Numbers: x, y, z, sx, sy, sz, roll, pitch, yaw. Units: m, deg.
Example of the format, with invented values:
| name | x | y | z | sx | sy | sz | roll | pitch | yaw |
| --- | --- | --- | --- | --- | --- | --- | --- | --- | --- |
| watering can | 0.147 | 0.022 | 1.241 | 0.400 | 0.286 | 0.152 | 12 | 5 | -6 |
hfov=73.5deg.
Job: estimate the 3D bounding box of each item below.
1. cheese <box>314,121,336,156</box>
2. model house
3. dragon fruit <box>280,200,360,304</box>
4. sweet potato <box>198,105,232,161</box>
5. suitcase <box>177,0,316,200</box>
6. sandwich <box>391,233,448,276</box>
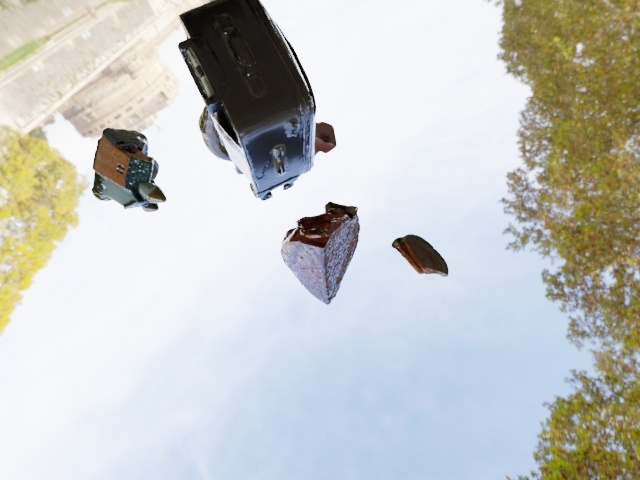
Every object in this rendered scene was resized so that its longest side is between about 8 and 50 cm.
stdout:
| name | x | y | z | sx | sy | sz | roll | pitch | yaw |
| --- | --- | --- | --- | --- | --- | --- | --- | --- | --- |
| cheese | -0.087 | -0.301 | 1.206 | 0.203 | 0.177 | 0.128 | -27 | -138 | 22 |
| model house | -0.598 | -0.198 | 1.430 | 0.291 | 0.253 | 0.184 | 34 | -156 | 19 |
| dragon fruit | 0.000 | 0.000 | 1.117 | 0.152 | 0.317 | 0.205 | 24 | -119 | 19 |
| sweet potato | -0.327 | -0.349 | 1.372 | 0.112 | 0.286 | 0.085 | -3 | -117 | -3 |
| suitcase | -0.127 | -0.263 | 0.875 | 0.194 | 0.283 | 0.434 | -26 | 171 | -5 |
| sandwich | 0.174 | 0.027 | 0.726 | 0.069 | 0.026 | 0.101 | -21 | -118 | -47 |
